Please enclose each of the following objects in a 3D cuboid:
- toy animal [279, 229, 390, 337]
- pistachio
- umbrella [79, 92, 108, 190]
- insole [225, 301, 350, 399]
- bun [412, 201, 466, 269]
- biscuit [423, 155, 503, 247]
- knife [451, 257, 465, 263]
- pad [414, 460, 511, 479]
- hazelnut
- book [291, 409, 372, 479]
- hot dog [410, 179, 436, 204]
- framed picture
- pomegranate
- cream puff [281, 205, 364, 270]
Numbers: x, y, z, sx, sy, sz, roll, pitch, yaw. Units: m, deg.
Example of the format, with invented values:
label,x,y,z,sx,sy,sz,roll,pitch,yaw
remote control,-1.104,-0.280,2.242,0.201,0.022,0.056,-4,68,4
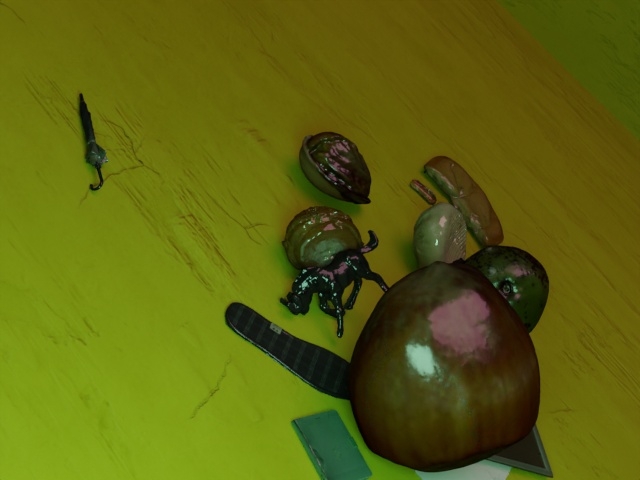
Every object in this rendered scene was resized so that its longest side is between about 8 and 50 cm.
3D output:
label,x,y,z,sx,sy,sz,roll,pitch,yaw
toy animal,0.041,0.083,1.792,0.233,0.084,0.148,-36,116,-17
pistachio,0.043,-0.158,2.093,0.210,0.131,0.165,46,24,-17
umbrella,-0.428,-0.194,1.777,0.044,0.044,0.269,47,20,-50
insole,-0.039,0.204,1.706,0.310,0.012,0.110,34,36,-9
bun,0.261,0.005,2.114,0.183,0.102,0.183,-8,99,-59
biscuit,0.382,-0.104,2.413,0.154,0.045,0.299,-9,57,-49
knife,0.342,0.073,2.134,0.021,0.045,0.222,17,-1,35
pad,0.272,0.422,1.749,0.156,0.004,0.232,43,34,7
hazelnut,0.218,0.221,1.638,0.366,0.366,0.365,24,37,-20
book,0.021,0.353,1.586,0.103,0.017,0.135,-5,53,-42
hot dog,0.259,-0.123,2.341,0.083,0.021,0.037,40,36,3
framed picture,0.330,0.355,1.863,0.273,0.016,0.216,21,38,-26
pomegranate,0.392,0.114,2.063,0.214,0.214,0.248,40,1,2
cream puff,0.000,0.000,1.864,0.115,0.150,0.165,57,-8,51
